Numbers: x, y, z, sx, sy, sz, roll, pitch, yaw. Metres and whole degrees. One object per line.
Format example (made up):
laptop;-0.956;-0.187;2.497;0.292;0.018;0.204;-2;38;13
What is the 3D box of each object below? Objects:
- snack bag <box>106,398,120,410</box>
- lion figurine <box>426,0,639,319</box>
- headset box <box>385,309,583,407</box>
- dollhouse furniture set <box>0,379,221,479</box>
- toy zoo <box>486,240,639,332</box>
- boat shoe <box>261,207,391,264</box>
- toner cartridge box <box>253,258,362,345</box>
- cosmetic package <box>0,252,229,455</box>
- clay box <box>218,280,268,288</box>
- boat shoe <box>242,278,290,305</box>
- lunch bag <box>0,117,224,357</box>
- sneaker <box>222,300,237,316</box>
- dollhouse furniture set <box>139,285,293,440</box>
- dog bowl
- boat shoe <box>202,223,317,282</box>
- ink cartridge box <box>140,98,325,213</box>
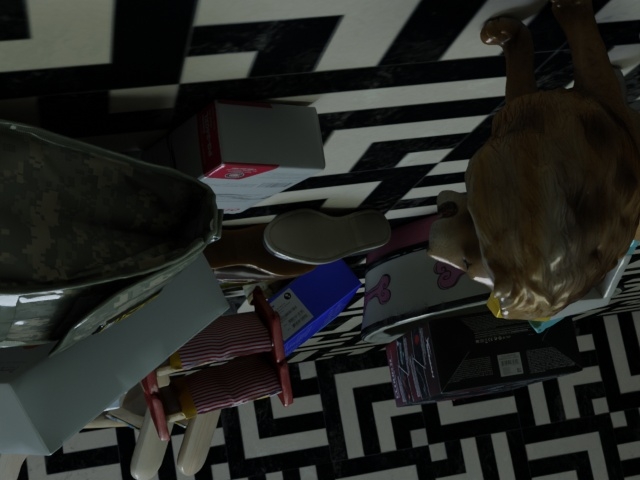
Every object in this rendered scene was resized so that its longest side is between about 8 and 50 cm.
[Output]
snack bag;-0.430;0.172;1.493;0.323;0.037;0.342;-12;-158;-8
lion figurine;0.236;-0.061;0.879;0.392;0.240;0.142;0;165;-45
headset box;0.234;0.179;1.648;0.218;0.110;0.293;-7;168;-11
dollhouse furniture set;-0.431;0.311;1.757;0.362;0.256;0.394;18;-178;28
toy zoo;0.331;0.008;1.404;0.192;0.030;0.293;-3;129;-27
boat shoe;0.000;0.000;1.409;0.206;0.075;0.065;-7;166;-41
toner cartridge box;-0.034;0.123;1.821;0.165;0.075;0.348;-36;173;-12
cosmetic package;-0.332;0.126;1.252;0.377;0.097;0.284;-9;-156;43
clay box;-0.158;0.042;1.530;0.222;0.053;0.127;-11;172;0
boat shoe;-0.083;0.077;1.793;0.050;0.045;0.135;-3;167;-32
lunch bag;-0.243;0.007;0.921;0.287;0.169;0.235;4;165;-20
sneaker;-0.245;0.169;1.963;0.252;0.103;0.111;-18;165;38
dollhouse furniture set;-0.197;0.136;1.641;0.201;0.152;0.374;-14;-158;-15
dog bowl;0.250;0.048;1.678;0.408;0.150;0.408;-9;168;-2
boat shoe;-0.103;0.019;1.426;0.207;0.073;0.073;4;160;-27
ink cartridge box;-0.084;-0.073;0.993;0.109;0.063;0.150;-1;167;-36
